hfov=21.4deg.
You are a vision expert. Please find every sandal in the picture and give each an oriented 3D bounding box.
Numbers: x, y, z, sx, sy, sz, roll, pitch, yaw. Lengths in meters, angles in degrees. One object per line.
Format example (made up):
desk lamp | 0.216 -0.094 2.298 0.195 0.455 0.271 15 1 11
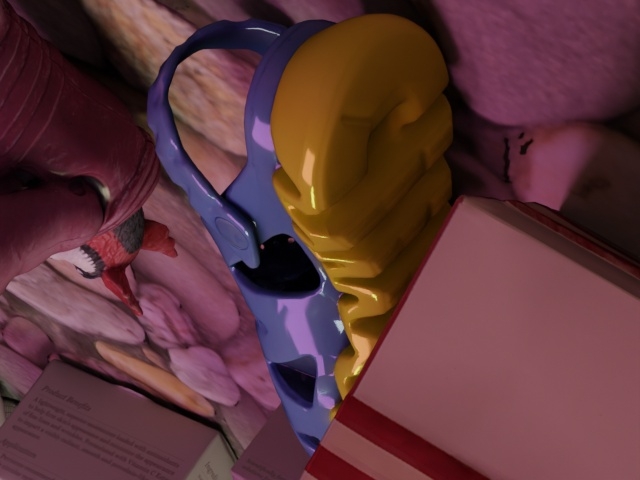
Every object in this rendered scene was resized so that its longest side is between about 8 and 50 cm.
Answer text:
sandal | 0.000 0.000 0.850 0.138 0.126 0.317 25 144 30

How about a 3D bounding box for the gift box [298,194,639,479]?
gift box | 0.141 0.122 0.677 0.258 0.276 0.255 32 -166 15

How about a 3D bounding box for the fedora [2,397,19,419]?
fedora | -0.245 0.285 1.604 0.275 0.124 0.244 40 153 -8

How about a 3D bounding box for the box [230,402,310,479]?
box | 0.015 0.152 1.088 0.101 0.102 0.087 25 150 25

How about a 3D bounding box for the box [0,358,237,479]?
box | -0.156 0.215 1.382 0.181 0.119 0.182 19 150 31

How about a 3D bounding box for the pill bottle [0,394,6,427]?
pill bottle | -0.426 0.180 1.586 0.278 0.162 0.162 -11 128 50

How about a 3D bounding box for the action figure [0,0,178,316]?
action figure | -0.187 -0.097 0.908 0.276 0.248 0.370 -35 129 19
